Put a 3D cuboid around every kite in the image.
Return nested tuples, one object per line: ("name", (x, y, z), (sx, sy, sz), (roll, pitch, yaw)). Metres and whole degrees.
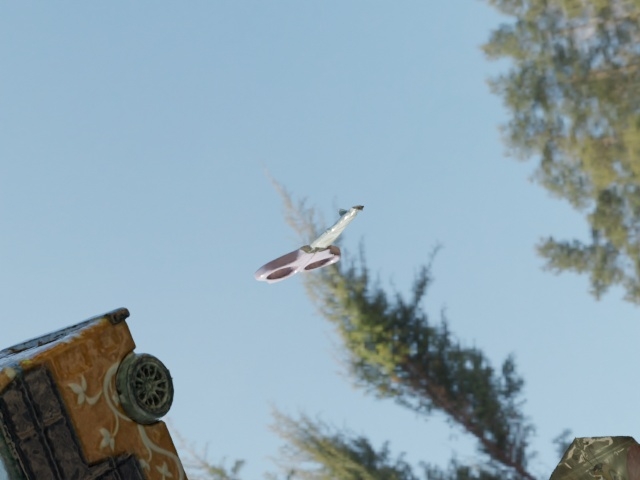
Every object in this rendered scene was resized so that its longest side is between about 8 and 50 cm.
("kite", (0.332, 0.298, 0.809), (0.204, 0.022, 0.360), (-7, -129, -53))

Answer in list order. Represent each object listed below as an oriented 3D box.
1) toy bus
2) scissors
("toy bus", (-0.199, 0.241, 0.814), (0.194, 0.162, 0.323), (-26, -84, -60))
("scissors", (0.000, 0.001, 1.104), (0.110, 0.212, 0.021), (-14, -107, -27))
